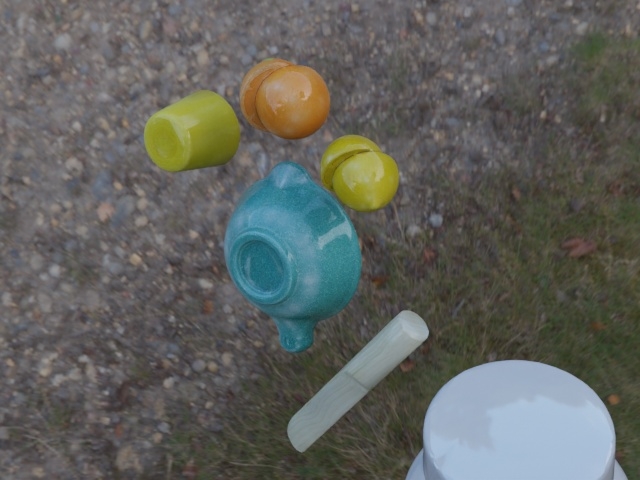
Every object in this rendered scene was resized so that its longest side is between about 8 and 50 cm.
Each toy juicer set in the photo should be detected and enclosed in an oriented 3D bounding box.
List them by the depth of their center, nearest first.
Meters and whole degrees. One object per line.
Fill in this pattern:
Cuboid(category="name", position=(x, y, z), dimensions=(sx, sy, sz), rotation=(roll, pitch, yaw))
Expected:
Cuboid(category="toy juicer set", position=(0.000, 0.000, 0.789), dimensions=(0.209, 0.089, 0.329), rotation=(-23, 93, 37))

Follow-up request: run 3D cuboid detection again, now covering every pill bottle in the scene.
Cuboid(category="pill bottle", position=(0.147, 0.236, 0.711), dimensions=(0.169, 0.301, 0.169), rotation=(-5, 39, 4))
